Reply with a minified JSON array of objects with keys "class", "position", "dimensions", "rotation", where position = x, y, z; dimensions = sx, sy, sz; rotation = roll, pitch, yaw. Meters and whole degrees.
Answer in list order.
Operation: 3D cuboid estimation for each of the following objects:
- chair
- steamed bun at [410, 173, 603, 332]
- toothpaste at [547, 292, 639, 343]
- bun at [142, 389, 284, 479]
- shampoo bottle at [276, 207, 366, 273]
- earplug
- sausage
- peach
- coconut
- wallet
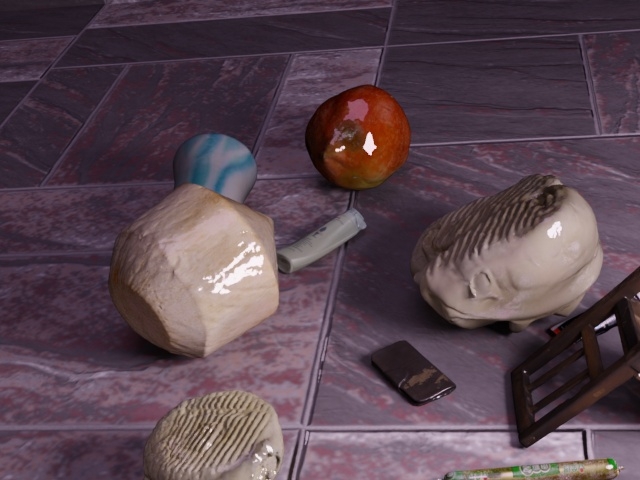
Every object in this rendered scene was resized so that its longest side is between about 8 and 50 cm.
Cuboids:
[{"class":"chair","position":[0.521,0.193,1.622],"dimensions":[0.240,0.416,0.203],"rotation":[34,29,-16]},{"class":"steamed bun","position":[0.333,0.046,1.864],"dimensions":[0.324,0.219,0.310],"rotation":[-31,14,10]},{"class":"toothpaste","position":[0.489,0.129,1.848],"dimensions":[0.193,0.045,0.071],"rotation":[-23,25,-12]},{"class":"bun","position":[-0.153,0.327,1.583],"dimensions":[0.220,0.134,0.220],"rotation":[-12,31,7]},{"class":"shampoo bottle","position":[0.000,0.000,2.161],"dimensions":[0.072,0.049,0.212],"rotation":[17,39,42]},{"class":"earplug","position":[-0.236,-0.062,2.211],"dimensions":[0.185,0.185,0.324],"rotation":[-4,36,6]},{"class":"sausage","position":[0.302,0.339,1.551],"dimensions":[0.269,0.033,0.033],"rotation":[-6,31,4]},{"class":"peach","position":[0.070,-0.216,2.333],"dimensions":[0.232,0.232,0.257],"rotation":[17,22,35]},{"class":"coconut","position":[-0.204,0.046,1.923],"dimensions":[0.329,0.329,0.329],"rotation":[-6,31,4]},{"class":"wallet","position":[0.151,0.220,1.796],"dimensions":[0.082,0.018,0.157],"rotation":[-21,34,-20]}]
